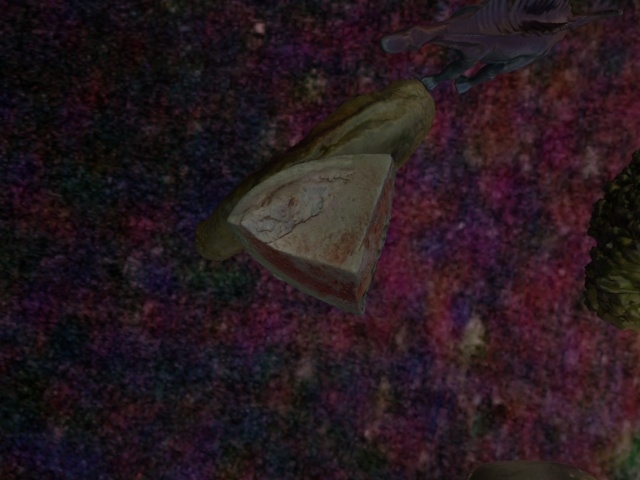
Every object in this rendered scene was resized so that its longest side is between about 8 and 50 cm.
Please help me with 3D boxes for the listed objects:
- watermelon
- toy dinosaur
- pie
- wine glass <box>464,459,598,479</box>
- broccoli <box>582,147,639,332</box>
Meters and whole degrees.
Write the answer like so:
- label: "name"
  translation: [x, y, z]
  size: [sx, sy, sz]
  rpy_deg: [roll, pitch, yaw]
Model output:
- label: "watermelon"
  translation: [0.000, 0.000, 0.390]
  size: [0.085, 0.061, 0.085]
  rpy_deg: [-8, 113, -18]
- label: "toy dinosaur"
  translation: [0.101, -0.117, 0.484]
  size: [0.197, 0.080, 0.045]
  rpy_deg: [-16, 91, -36]
- label: "pie"
  translation: [-0.011, -0.070, 0.836]
  size: [0.277, 0.277, 0.079]
  rpy_deg: [-38, 100, -46]
- label: "wine glass"
  translation: [0.264, 0.285, 0.832]
  size: [0.126, 0.241, 0.127]
  rpy_deg: [4, 84, -45]
- label: "broccoli"
  translation: [0.391, 0.014, 0.855]
  size: [0.288, 0.245, 0.248]
  rpy_deg: [-33, 156, -50]
